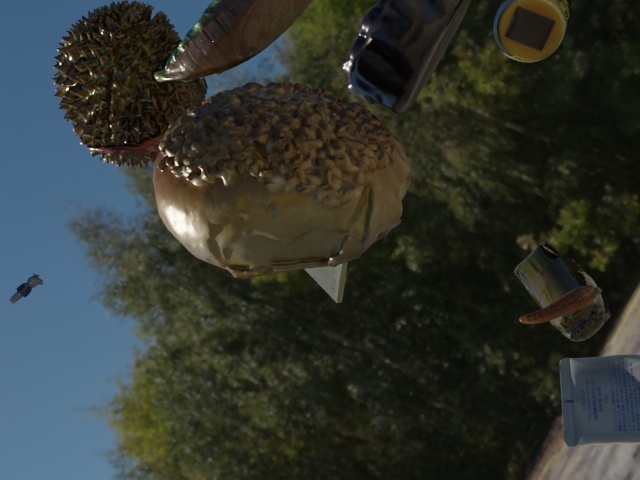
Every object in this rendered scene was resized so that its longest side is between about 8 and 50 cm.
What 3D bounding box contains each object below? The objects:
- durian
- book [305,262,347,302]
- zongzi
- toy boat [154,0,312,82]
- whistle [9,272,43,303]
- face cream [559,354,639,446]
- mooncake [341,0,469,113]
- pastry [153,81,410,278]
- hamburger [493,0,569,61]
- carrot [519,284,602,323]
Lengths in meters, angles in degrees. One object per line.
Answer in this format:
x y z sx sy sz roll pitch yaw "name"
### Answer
-0.410 -0.335 1.949 0.347 0.348 0.384 -42 -20 -54 "durian"
0.000 0.000 2.171 0.025 0.282 0.214 -3 -64 -24 "book"
0.564 0.156 1.911 0.123 0.289 0.260 -44 30 13 "zongzi"
-0.096 -0.291 1.162 0.293 0.099 0.108 -45 -42 8 "toy boat"
-0.644 0.107 1.971 0.083 0.033 0.029 -44 -13 -7 "whistle"
0.405 0.189 1.087 0.070 0.224 0.114 42 -135 -52 "face cream"
0.151 -0.361 1.549 0.283 0.141 0.283 -58 -4 -6 "mooncake"
-0.061 -0.112 1.410 0.409 0.410 0.244 -44 -39 -50 "pastry"
0.367 -0.381 1.570 0.081 0.127 0.141 -64 -21 -65 "hamburger"
0.395 0.108 1.479 0.142 0.035 0.035 -25 -12 7 "carrot"
